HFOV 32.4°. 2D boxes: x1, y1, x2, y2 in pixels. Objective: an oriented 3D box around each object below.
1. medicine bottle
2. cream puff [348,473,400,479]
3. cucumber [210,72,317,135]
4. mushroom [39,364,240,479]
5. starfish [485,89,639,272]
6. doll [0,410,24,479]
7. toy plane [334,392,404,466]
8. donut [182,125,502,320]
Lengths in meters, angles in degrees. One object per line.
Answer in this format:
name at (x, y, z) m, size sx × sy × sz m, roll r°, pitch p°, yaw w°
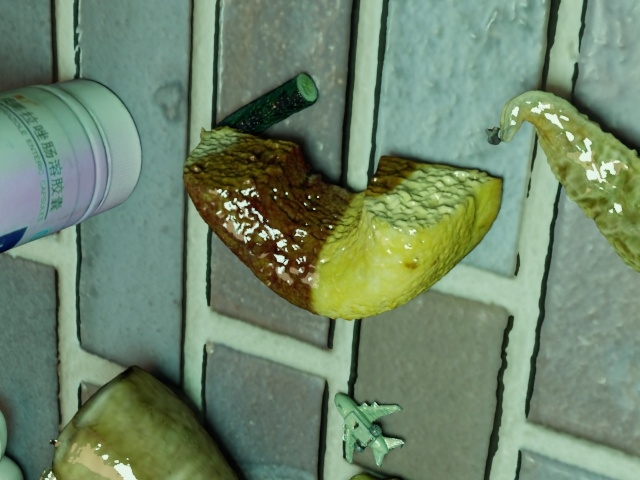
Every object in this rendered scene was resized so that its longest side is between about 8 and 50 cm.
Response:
medicine bottle at (-0.312, -0.069, 1.084) m, size 0.152 × 0.254 × 0.152 m, roll 11°, pitch 112°, yaw 30°
cream puff at (0.053, 0.307, 1.068) m, size 0.146 × 0.116 × 0.146 m, roll 11°, pitch 114°, yaw 26°
cucumber at (-0.060, -0.117, 1.045) m, size 0.133 × 0.032 × 0.032 m, roll -25°, pitch 92°, yaw 37°
mushroom at (-0.137, 0.360, 1.176) m, size 0.397 × 0.224 × 0.313 m, roll 38°, pitch 106°, yaw 6°
starfish at (0.361, 0.001, 0.782) m, size 0.324 × 0.082 × 0.432 m, roll -37°, pitch 86°, yaw 37°
doll at (-0.437, 0.333, 1.391) m, size 0.252 × 0.111 × 0.237 m, roll -22°, pitch 92°, yaw 45°
toy plane at (0.041, 0.182, 1.081) m, size 0.083 × 0.033 × 0.080 m, roll 45°, pitch 113°, yaw 12°
donut at (0.000, 0.000, 0.986) m, size 0.295 × 0.112 × 0.151 m, roll 13°, pitch 118°, yaw 23°
